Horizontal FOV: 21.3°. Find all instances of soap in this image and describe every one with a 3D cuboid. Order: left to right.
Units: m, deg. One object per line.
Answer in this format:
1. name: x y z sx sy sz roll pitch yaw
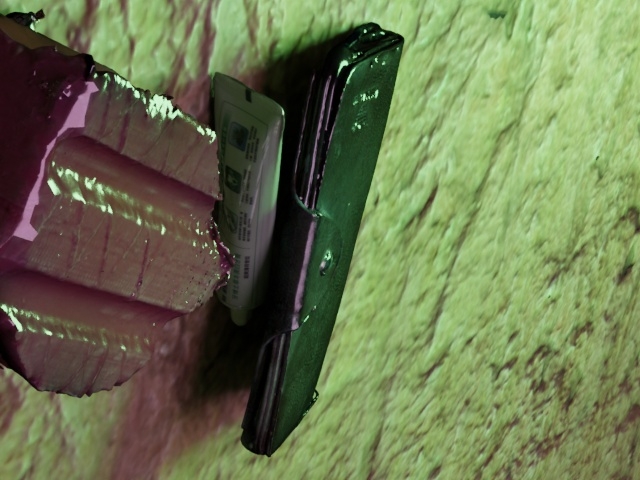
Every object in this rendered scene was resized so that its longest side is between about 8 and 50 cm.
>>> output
1. soap: -0.141 -0.011 0.973 0.182 0.112 0.289 -60 159 3

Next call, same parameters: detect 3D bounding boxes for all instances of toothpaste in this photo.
1. toothpaste: -0.053 -0.022 1.213 0.041 0.064 0.218 -36 145 -36

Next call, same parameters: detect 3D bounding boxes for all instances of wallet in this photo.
1. wallet: 0.000 0.000 1.289 0.172 0.045 0.318 -46 151 -69

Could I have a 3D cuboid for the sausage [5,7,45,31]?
1. sausage: -0.216 -0.063 0.925 0.198 0.025 0.028 -49 146 -26
